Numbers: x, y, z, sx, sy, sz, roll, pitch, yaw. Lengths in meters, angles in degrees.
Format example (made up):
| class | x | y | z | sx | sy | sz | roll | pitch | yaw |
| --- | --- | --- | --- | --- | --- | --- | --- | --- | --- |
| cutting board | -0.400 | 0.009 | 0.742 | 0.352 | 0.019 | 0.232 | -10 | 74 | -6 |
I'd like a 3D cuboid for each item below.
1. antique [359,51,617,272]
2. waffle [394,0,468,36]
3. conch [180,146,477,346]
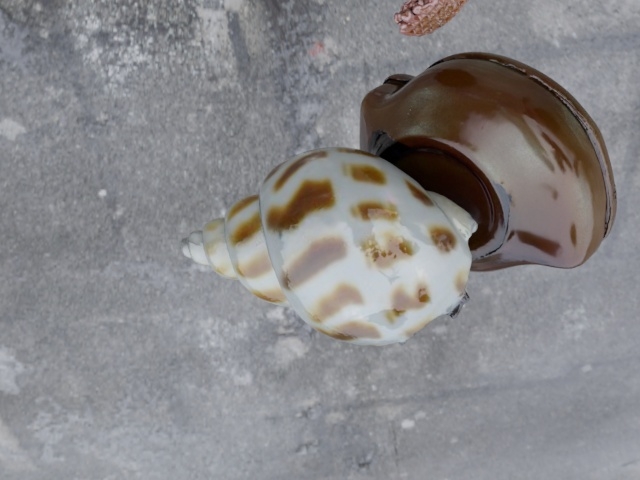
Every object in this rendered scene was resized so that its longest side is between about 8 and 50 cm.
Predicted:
| class | x | y | z | sx | sy | sz | roll | pitch | yaw |
| --- | --- | --- | --- | --- | --- | --- | --- | --- | --- |
| antique | 0.150 | -0.069 | 0.781 | 0.129 | 0.278 | 0.223 | -36 | 143 | -33 |
| waffle | 0.102 | -0.213 | 0.715 | 0.075 | 0.029 | 0.083 | -35 | 173 | 15 |
| conch | -0.001 | 0.000 | 0.746 | 0.275 | 0.183 | 0.149 | -15 | 143 | 36 |
